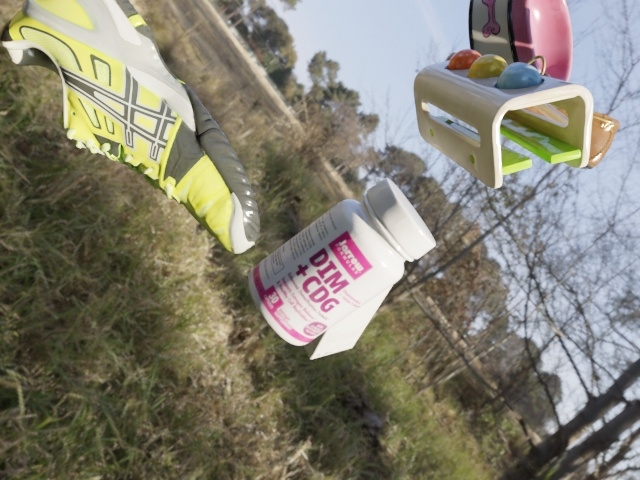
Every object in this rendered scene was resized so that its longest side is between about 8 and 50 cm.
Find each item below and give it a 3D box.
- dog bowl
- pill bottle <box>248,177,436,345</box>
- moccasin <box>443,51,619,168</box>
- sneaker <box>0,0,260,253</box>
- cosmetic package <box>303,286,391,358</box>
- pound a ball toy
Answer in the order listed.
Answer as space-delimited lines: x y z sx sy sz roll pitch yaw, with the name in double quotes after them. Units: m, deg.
0.571 -0.560 1.540 0.150 0.408 0.408 -2 -42 41 "dog bowl"
0.034 0.034 0.911 0.160 0.283 0.160 48 15 -18 "pill bottle"
0.427 -0.288 1.134 0.380 0.147 0.139 28 12 5 "moccasin"
-0.217 -0.133 0.674 0.385 0.147 0.145 53 -14 -2 "sneaker"
0.045 0.139 1.503 0.197 0.155 0.366 62 -36 30 "cosmetic package"
0.266 -0.204 0.783 0.319 0.208 0.136 -112 -171 -63 "pound a ball toy"
